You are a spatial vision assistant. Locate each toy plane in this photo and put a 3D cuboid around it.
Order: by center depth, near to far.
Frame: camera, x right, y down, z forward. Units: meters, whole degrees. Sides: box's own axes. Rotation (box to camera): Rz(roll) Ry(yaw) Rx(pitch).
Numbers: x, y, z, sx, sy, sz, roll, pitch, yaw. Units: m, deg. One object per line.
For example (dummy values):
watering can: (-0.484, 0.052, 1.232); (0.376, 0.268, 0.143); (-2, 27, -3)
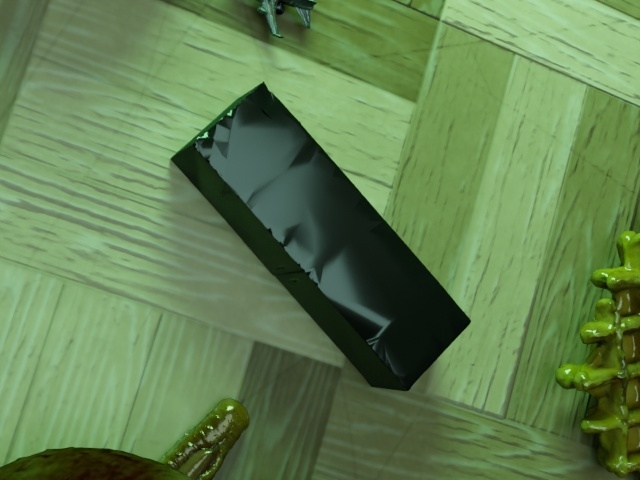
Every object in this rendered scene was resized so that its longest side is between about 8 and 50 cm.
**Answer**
toy plane: (-0.039, -0.217, 1.005); (0.083, 0.031, 0.078); (21, 79, -18)

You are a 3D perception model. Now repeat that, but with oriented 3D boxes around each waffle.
waffle: (0.355, 0.131, 1.108); (0.293, 0.069, 0.259); (35, 78, -17)

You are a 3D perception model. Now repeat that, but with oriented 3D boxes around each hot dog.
hot dog: (-0.108, 0.187, 0.951); (0.137, 0.028, 0.044); (-44, 108, -19)

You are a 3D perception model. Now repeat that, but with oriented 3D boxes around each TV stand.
TV stand: (0.000, 0.000, 0.977); (0.088, 0.083, 0.269); (-45, 100, -16)

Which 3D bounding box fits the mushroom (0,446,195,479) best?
mushroom: (-0.146, 0.301, 0.845); (0.334, 0.356, 0.331); (-18, 102, 20)
